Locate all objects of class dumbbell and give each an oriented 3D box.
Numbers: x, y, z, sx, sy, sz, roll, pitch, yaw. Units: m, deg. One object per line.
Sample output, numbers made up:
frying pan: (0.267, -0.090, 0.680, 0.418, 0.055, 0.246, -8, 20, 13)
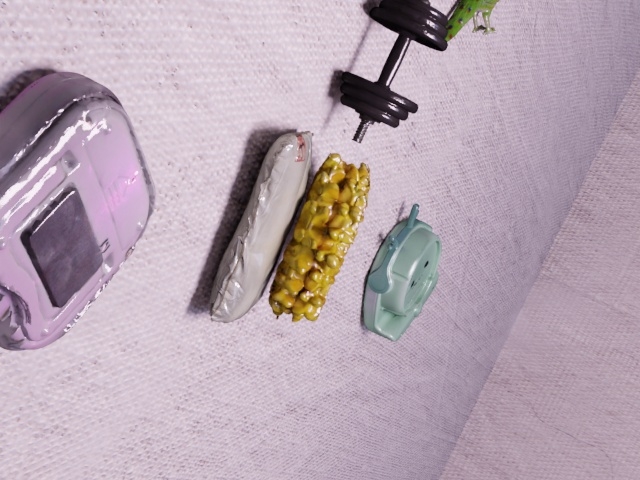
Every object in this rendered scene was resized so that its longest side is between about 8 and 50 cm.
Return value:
dumbbell: (0.085, -0.208, 1.433, 0.208, 0.099, 0.099, -65, 160, 4)

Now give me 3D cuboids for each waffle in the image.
waffle: (0.000, 0.000, 1.432, 0.197, 0.070, 0.193, 115, -4, -71)

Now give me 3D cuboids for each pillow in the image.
pillow: (-0.062, -0.015, 1.358, 0.128, 0.051, 0.229, -39, 152, -74)

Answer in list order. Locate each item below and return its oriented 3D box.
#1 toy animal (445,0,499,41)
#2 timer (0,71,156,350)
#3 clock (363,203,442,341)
toy animal: (0.208, -0.305, 1.710, 0.217, 0.041, 0.075, -50, 137, -31)
timer: (-0.209, -0.017, 0.962, 0.191, 0.069, 0.208, -53, 159, -23)
clock: (0.127, 0.042, 1.891, 0.159, 0.066, 0.211, -53, 156, -32)
